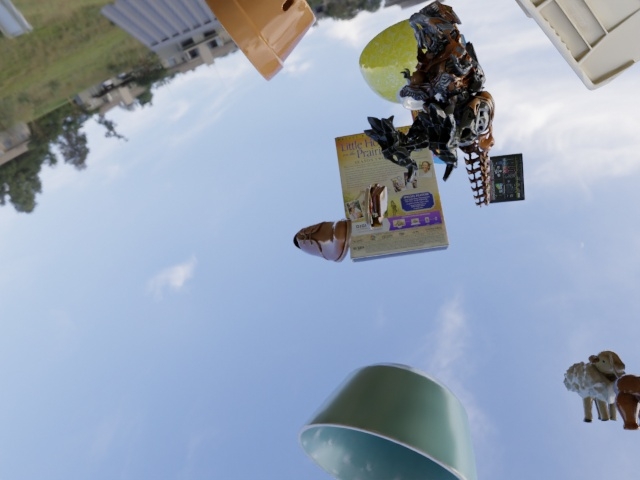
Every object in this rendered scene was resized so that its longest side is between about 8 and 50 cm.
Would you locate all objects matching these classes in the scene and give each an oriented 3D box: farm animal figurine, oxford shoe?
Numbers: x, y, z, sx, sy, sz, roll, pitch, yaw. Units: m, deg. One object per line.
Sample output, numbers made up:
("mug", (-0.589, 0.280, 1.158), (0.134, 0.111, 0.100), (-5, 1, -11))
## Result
("farm animal figurine", (0.556, 0.172, 0.712), (0.330, 0.327, 0.172), (-2, -107, 6))
("oxford shoe", (0.000, 0.000, 0.908), (0.076, 0.076, 0.212), (9, 170, -17))

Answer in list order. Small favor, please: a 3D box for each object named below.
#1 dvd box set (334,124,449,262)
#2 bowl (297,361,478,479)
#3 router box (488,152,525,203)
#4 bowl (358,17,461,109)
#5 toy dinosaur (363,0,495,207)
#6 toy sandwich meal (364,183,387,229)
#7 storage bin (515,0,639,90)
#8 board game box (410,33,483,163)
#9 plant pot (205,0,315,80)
("dvd box set", (0.220, -0.155, 1.616), (0.307, 0.062, 0.421), (-9, -106, 4))
("bowl", (0.131, 0.329, 0.878), (0.311, 0.312, 0.163), (-1, -136, 31))
("router box", (0.470, -0.158, 1.295), (0.092, 0.123, 0.038), (-4, -171, 12))
("bowl", (0.262, -0.459, 1.401), (0.289, 0.289, 0.156), (-16, -106, 12))
("toy dinosaur", (0.214, -0.203, 0.803), (0.218, 0.322, 0.164), (-39, -178, -29))
("toy sandwich meal", (0.095, -0.057, 0.854), (0.029, 0.086, 0.086), (-1, -142, 14))
("storage bin", (0.356, -0.397, 0.764), (0.123, 0.260, 0.262), (-38, -142, 29))
("board game box", (0.408, -0.471, 1.691), (0.086, 0.302, 0.308), (3, -123, -13))
("plant pot", (-0.151, -0.603, 1.331), (0.203, 0.291, 0.291), (-36, -149, 10))
